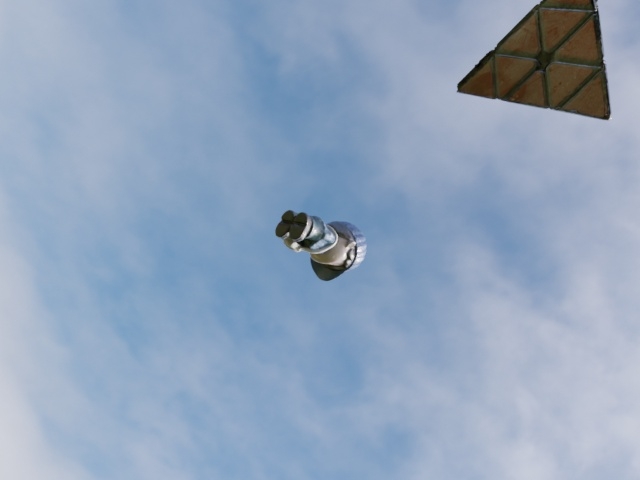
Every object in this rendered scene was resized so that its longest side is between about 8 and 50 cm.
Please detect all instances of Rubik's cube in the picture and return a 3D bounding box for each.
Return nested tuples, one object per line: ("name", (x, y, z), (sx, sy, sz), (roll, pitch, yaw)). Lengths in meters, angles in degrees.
("Rubik's cube", (0.294, -0.195, 0.843), (0.190, 0.178, 0.211), (-8, -112, 40))

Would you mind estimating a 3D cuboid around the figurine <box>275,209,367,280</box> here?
("figurine", (0.000, 0.000, 0.908), (0.086, 0.149, 0.087), (5, -109, 38))
